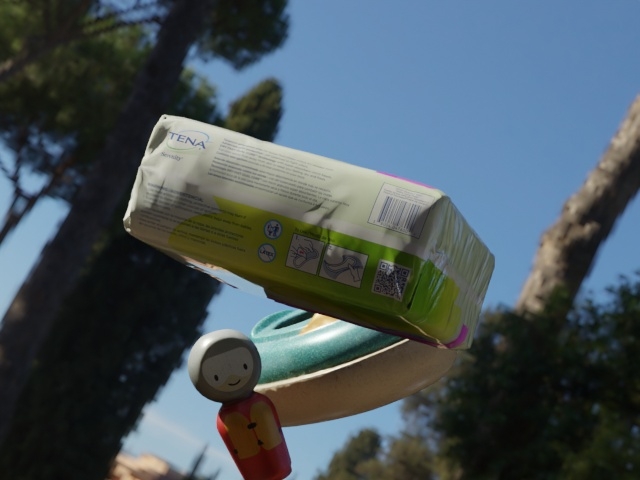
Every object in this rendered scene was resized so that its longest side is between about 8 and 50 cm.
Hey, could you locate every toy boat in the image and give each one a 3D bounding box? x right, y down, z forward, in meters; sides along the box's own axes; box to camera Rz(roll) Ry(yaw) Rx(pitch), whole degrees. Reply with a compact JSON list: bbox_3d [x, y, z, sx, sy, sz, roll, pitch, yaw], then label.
[{"bbox_3d":[-0.010,0.115,1.401,0.267,0.318,0.148,-19,-83,33],"label":"toy boat"}]

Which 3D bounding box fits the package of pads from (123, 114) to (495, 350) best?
[{"bbox_3d":[0.000,0.000,1.096,0.229,0.101,0.296,16,-6,15],"label":"package of pads"}]
